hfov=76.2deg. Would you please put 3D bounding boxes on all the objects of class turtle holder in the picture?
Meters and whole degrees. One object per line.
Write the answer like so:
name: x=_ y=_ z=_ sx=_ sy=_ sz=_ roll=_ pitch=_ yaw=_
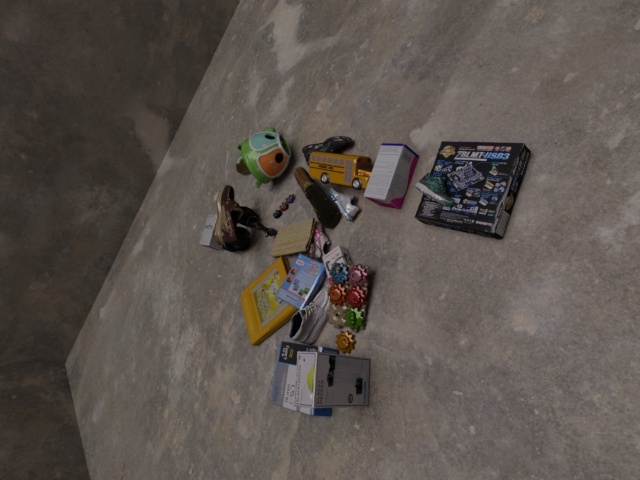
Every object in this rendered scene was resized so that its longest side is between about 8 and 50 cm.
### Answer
turtle holder: x=-0.269 y=-0.438 z=2.085 sx=0.227 sy=0.244 sz=0.320 roll=-27 pitch=15 yaw=16

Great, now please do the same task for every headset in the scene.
headset: x=-0.383 y=-0.055 z=2.109 sx=0.394 sy=0.185 sz=0.244 roll=-8 pitch=64 yaw=58

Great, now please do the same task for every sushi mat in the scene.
sushi mat: x=-0.128 y=-0.009 z=1.841 sx=0.316 sy=0.019 sz=0.152 roll=-13 pitch=58 yaw=55

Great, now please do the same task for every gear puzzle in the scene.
gear puzzle: x=0.088 y=0.253 z=1.527 sx=0.175 sy=0.044 sz=0.340 roll=4 pitch=88 yaw=34

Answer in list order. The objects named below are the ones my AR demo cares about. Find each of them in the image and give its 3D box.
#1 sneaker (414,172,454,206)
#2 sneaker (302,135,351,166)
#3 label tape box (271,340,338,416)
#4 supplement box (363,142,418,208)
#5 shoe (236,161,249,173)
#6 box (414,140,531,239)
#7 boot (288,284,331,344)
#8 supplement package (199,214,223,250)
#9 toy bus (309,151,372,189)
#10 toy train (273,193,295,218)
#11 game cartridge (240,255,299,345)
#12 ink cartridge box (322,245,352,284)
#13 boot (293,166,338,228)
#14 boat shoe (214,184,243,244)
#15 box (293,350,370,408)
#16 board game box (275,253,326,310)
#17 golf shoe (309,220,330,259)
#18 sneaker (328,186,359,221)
sneaker: x=0.385 y=-0.173 z=1.347 sx=0.076 sy=0.065 sz=0.166 roll=-53 pitch=46 yaw=9
sneaker: x=0.035 y=-0.404 z=1.866 sx=0.267 sy=0.101 sz=0.106 roll=-9 pitch=90 yaw=41
label tape box: x=-0.099 y=0.526 z=1.594 sx=0.333 sy=0.105 sz=0.241 roll=-6 pitch=69 yaw=42
supplement box: x=0.268 y=-0.244 z=1.547 sx=0.113 sy=0.111 sz=0.220 roll=14 pitch=84 yaw=46
shoe: x=-0.408 y=-0.415 z=2.310 sx=0.219 sy=0.058 sz=0.077 roll=10 pitch=101 yaw=49
box: x=0.488 y=-0.176 z=1.338 sx=0.295 sy=0.073 sz=0.294 roll=16 pitch=85 yaw=47
boot: x=-0.034 y=0.288 z=1.612 sx=0.095 sy=0.123 sz=0.259 roll=23 pitch=90 yaw=46
supplement package: x=-0.587 y=-0.045 z=2.288 sx=0.105 sy=0.105 sz=0.180 roll=5 pitch=77 yaw=45
toy bus: x=0.102 y=-0.290 z=1.690 sx=0.332 sy=0.108 sz=0.130 roll=18 pitch=108 yaw=43
toy train: x=-0.178 y=-0.166 z=2.002 sx=0.158 sy=0.027 sz=0.036 roll=-47 pitch=51 yaw=20
game cartridge: x=-0.237 y=0.275 z=1.864 sx=0.323 sy=0.052 sz=0.286 roll=-41 pitch=50 yaw=23
ink cartridge box: x=0.072 y=0.103 z=1.633 sx=0.099 sy=0.056 sz=0.135 roll=-37 pitch=52 yaw=28
boot: x=-0.021 y=-0.196 z=1.798 sx=0.089 sy=0.236 sz=0.269 roll=-29 pitch=26 yaw=0
boat shoe: x=-0.435 y=-0.133 z=1.998 sx=0.123 sy=0.123 sz=0.342 roll=-7 pitch=53 yaw=6
box: x=0.046 y=0.463 z=1.348 sx=0.087 sy=0.289 sz=0.169 roll=-12 pitch=65 yaw=41
board game box: x=-0.077 y=0.176 z=1.717 sx=0.160 sy=0.039 sz=0.212 roll=21 pitch=78 yaw=38
golf shoe: x=0.000 y=0.000 z=1.751 sx=0.085 sy=0.068 sz=0.186 roll=1 pitch=60 yaw=4
sneaker: x=0.105 y=-0.169 z=1.714 sx=0.083 sy=0.071 sz=0.191 roll=-43 pitch=57 yaw=15
